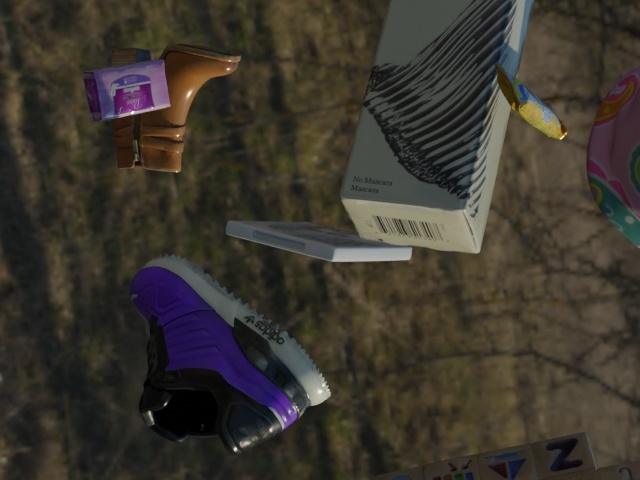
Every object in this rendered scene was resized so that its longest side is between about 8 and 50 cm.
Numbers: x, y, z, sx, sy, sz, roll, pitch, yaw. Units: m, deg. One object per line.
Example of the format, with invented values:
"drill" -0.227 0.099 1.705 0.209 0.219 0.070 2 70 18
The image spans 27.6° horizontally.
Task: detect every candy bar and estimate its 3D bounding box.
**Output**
"candy bar" 0.171 -0.110 1.063 0.040 0.018 0.161 62 18 16

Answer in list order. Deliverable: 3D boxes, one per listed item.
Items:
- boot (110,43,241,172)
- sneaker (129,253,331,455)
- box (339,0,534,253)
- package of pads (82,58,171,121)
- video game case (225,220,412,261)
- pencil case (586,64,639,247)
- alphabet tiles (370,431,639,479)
"boot" -0.175 -0.159 1.584 0.073 0.197 0.152 -5 95 -53
"sneaker" -0.134 0.118 1.293 0.293 0.146 0.102 28 -26 46
"box" 0.105 -0.134 1.106 0.094 0.113 0.275 57 42 -63
"package of pads" -0.190 -0.149 1.291 0.083 0.032 0.050 -16 104 -34
"video game case" 0.000 0.000 1.415 0.157 0.143 0.019 1 101 -56
"pencil case" 0.241 -0.043 0.593 0.284 0.124 0.124 -177 -104 -68
"alphabet tiles" 0.151 0.197 0.843 0.198 0.237 0.009 -90 165 -59
